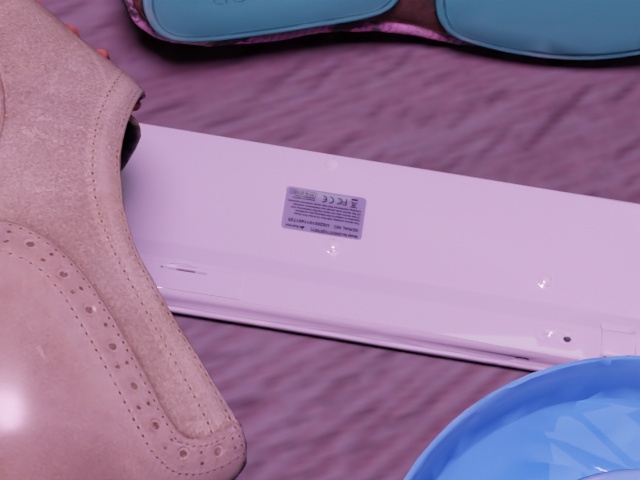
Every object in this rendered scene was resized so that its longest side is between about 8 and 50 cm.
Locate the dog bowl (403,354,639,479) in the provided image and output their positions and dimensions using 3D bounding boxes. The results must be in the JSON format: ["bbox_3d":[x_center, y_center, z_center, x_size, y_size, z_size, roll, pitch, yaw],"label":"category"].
[{"bbox_3d":[0.127,0.176,0.545,0.166,0.074,0.297,-26,68,-18],"label":"dog bowl"}]

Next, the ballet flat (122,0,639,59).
[{"bbox_3d":[0.034,-0.112,0.694,0.221,0.077,0.079,-2,43,-7],"label":"ballet flat"}]

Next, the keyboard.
[{"bbox_3d":[0.000,0.000,0.660,0.256,0.014,0.072,9,56,-2],"label":"keyboard"}]

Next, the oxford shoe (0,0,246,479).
[{"bbox_3d":[-0.130,-0.044,0.614,0.130,0.123,0.348,-11,62,-23],"label":"oxford shoe"}]
